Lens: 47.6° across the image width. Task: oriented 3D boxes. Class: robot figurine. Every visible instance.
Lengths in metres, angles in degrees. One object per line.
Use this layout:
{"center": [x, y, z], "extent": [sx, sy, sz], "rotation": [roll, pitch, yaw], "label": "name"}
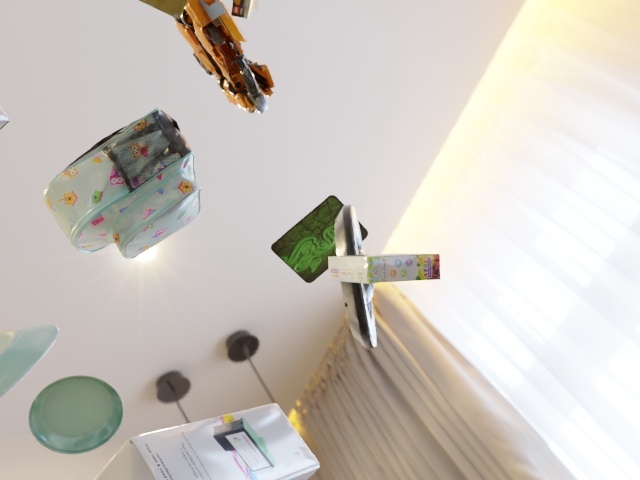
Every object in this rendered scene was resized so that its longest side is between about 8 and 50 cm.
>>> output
{"center": [-0.188, -0.370, 1.385], "extent": [0.085, 0.211, 0.291], "rotation": [-41, -54, -11], "label": "robot figurine"}

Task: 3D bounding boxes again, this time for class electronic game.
{"center": [0.061, 0.057, 1.139], "extent": [0.048, 0.229, 0.229], "rotation": [-10, -47, 6], "label": "electronic game"}

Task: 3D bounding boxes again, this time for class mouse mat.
{"center": [0.000, 0.000, 1.640], "extent": [0.190, 0.007, 0.152], "rotation": [-39, -56, 8], "label": "mouse mat"}

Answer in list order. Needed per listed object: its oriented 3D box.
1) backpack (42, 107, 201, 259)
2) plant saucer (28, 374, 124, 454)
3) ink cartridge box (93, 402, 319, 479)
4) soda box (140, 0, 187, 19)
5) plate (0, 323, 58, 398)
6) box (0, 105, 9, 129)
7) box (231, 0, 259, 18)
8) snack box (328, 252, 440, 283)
{"center": [-0.249, -0.058, 0.933], "extent": [0.188, 0.144, 0.166], "rotation": [-28, -6, -15], "label": "backpack"}
{"center": [-0.323, 0.227, 0.963], "extent": [0.119, 0.021, 0.119], "rotation": [-7, -68, -17], "label": "plant saucer"}
{"center": [-0.163, 0.330, 0.930], "extent": [0.201, 0.117, 0.278], "rotation": [-50, -27, 21], "label": "ink cartridge box"}
{"center": [-0.298, -0.434, 1.174], "extent": [0.181, 0.061, 0.058], "rotation": [22, -44, -21], "label": "soda box"}
{"center": [-0.325, 0.129, 0.656], "extent": [0.188, 0.188, 0.024], "rotation": [-34, -71, -7], "label": "plate"}
{"center": [-0.411, -0.157, 0.689], "extent": [0.038, 0.145, 0.186], "rotation": [-29, 2, 29], "label": "box"}
{"center": [-0.099, -0.393, 1.039], "extent": [0.027, 0.094, 0.137], "rotation": [12, -67, 1], "label": "box"}
{"center": [0.080, 0.036, 0.953], "extent": [0.100, 0.141, 0.037], "rotation": [-3, -90, -20], "label": "snack box"}
